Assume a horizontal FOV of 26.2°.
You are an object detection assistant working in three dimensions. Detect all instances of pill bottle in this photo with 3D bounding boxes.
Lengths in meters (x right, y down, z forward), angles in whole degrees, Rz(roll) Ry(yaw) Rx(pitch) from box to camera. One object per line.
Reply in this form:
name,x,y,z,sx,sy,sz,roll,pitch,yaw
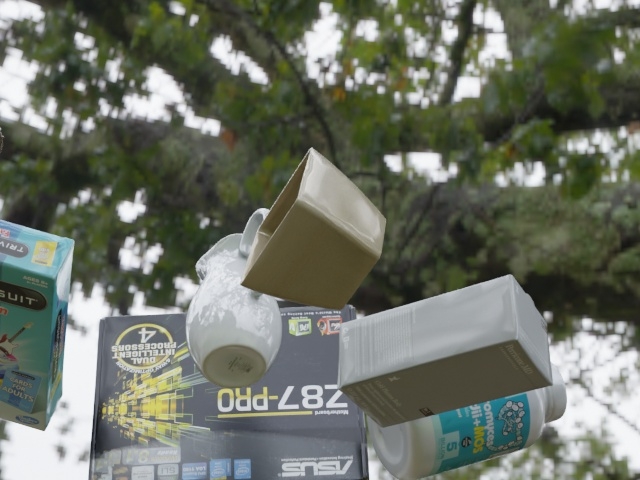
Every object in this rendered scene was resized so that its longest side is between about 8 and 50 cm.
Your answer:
pill bottle,0.208,0.234,1.906,0.264,0.146,0.146,-12,-34,-24

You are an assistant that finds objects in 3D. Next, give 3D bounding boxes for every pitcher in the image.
pitcher,-0.103,0.073,1.794,0.125,0.207,0.178,17,-51,-19

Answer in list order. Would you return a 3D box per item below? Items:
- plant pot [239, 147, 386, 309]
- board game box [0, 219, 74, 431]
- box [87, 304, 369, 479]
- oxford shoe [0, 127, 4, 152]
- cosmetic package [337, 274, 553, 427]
plant pot,0.000,0.000,1.265,0.096,0.109,0.109,30,-62,-8
board game box,-0.483,0.105,1.909,0.254,0.079,0.336,16,-45,2
box,-0.134,0.249,2.021,0.395,0.318,0.097,-2,-40,-1
oxford shoe,-0.459,-0.158,1.803,0.083,0.227,0.096,6,-1,19
cosmetic package,0.153,0.139,1.687,0.238,0.107,0.127,-17,-40,26
